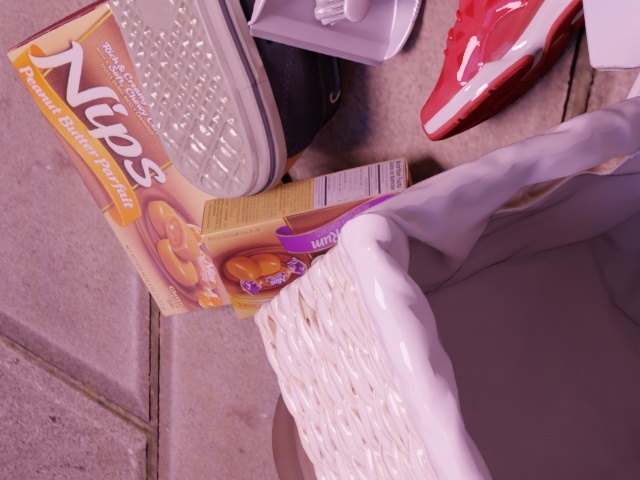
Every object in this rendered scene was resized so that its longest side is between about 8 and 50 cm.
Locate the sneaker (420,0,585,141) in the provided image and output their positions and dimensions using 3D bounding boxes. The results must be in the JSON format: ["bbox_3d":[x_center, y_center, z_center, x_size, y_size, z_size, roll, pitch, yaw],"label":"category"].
[{"bbox_3d":[0.129,-0.185,1.048,0.221,0.087,0.128,-45,74,35],"label":"sneaker"}]

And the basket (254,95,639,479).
[{"bbox_3d":[0.178,0.108,0.886,0.331,0.328,0.266,65,157,7],"label":"basket"}]

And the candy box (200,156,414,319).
[{"bbox_3d":[0.000,0.000,1.203,0.186,0.053,0.109,-11,130,11],"label":"candy box"}]

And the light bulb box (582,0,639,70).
[{"bbox_3d":[0.319,-0.286,0.694,0.358,0.225,0.361,6,118,39],"label":"light bulb box"}]

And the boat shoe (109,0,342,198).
[{"bbox_3d":[-0.096,-0.282,1.113,0.187,0.156,0.500,10,125,44],"label":"boat shoe"}]

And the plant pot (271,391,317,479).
[{"bbox_3d":[0.092,0.156,1.151,0.323,0.323,0.280,57,154,-3],"label":"plant pot"}]

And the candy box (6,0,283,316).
[{"bbox_3d":[-0.153,-0.085,1.323,0.183,0.087,0.316,-13,111,46],"label":"candy box"}]

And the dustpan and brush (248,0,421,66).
[{"bbox_3d":[0.039,-0.246,1.067,0.060,0.147,0.211,27,105,52],"label":"dustpan and brush"}]

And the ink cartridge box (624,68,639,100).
[{"bbox_3d":[0.310,-0.082,0.977,0.179,0.045,0.145,29,132,12],"label":"ink cartridge box"}]
